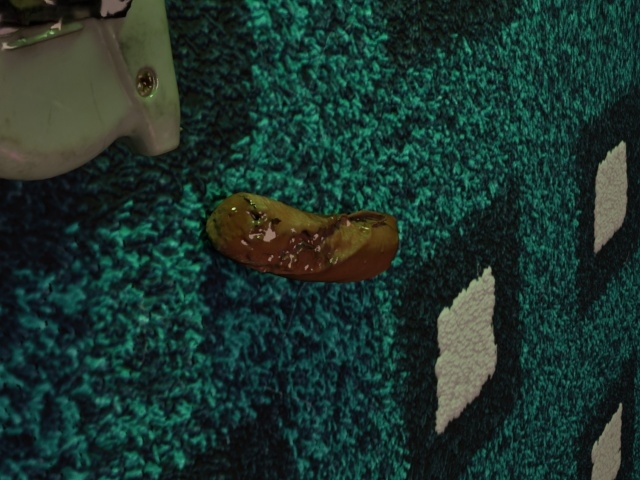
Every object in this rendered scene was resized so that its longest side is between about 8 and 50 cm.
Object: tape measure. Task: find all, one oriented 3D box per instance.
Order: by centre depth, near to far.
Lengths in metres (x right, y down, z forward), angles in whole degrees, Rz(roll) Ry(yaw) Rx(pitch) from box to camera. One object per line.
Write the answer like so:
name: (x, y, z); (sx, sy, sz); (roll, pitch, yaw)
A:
tape measure: (-0.205, -0.164, 0.690); (0.265, 0.130, 0.258); (-32, 127, -50)

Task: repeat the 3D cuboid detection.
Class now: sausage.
sausage: (0.000, 0.002, 1.105); (0.327, 0.079, 0.087); (6, 68, -58)
